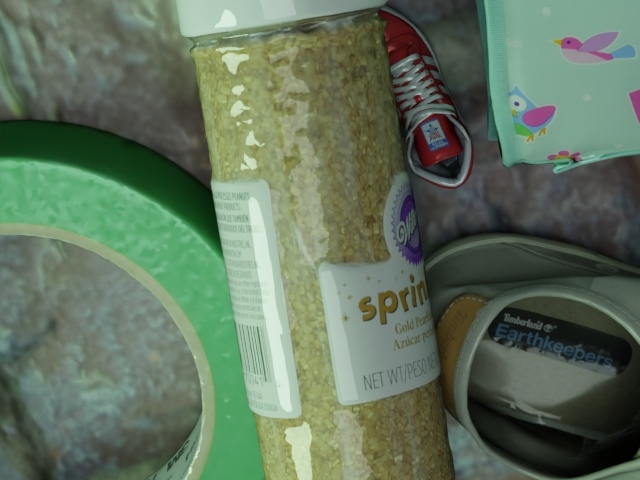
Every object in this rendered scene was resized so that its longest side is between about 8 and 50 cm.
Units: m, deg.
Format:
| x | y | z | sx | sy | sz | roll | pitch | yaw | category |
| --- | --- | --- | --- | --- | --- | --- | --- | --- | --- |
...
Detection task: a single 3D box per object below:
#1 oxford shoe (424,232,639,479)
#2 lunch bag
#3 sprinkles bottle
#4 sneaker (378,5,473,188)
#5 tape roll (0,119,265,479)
| x | y | z | sx | sy | sz | roll | pitch | yaw | category |
| --- | --- | --- | --- | --- | --- | --- | --- | --- | --- |
| 0.267 | 0.099 | 1.196 | 0.449 | 0.130 | 0.169 | 11 | 110 | -4 | oxford shoe |
| 0.188 | -0.171 | 1.073 | 0.223 | 0.160 | 0.262 | -8 | 112 | 4 | lunch bag |
| 0.000 | 0.000 | 1.127 | 0.121 | 0.121 | 0.355 | -8 | 98 | 5 | sprinkles bottle |
| 0.057 | -0.084 | 1.162 | 0.042 | 0.067 | 0.118 | -30 | 108 | 13 | sneaker |
| -0.182 | 0.087 | 1.234 | 0.321 | 0.077 | 0.321 | 1 | 112 | 2 | tape roll |
